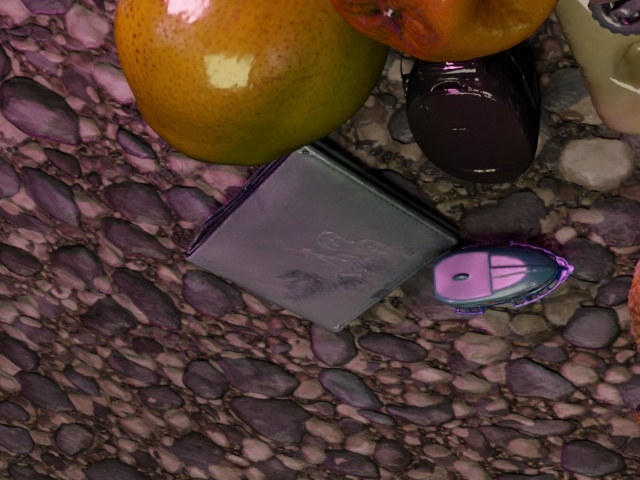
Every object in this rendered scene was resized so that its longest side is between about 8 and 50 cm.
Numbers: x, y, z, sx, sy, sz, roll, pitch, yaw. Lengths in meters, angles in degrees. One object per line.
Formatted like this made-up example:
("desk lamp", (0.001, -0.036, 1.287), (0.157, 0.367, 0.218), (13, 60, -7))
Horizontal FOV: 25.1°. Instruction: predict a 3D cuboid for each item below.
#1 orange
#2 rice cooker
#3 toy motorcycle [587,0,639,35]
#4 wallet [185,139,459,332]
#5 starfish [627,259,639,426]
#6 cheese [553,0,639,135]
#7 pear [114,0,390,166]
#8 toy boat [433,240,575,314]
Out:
("orange", (0.089, -0.258, 1.240), (0.249, 0.183, 0.249), (33, 155, 17))
("rice cooker", (0.164, -0.151, 1.532), (0.142, 0.118, 0.203), (2, 140, 22))
("toy motorcycle", (0.287, -0.253, 1.202), (0.118, 0.084, 0.212), (37, 143, -14))
("wallet", (0.000, -0.001, 1.845), (0.251, 0.054, 0.290), (30, 135, -22))
("starfish", (0.505, 0.132, 1.743), (0.383, 0.132, 0.398), (-12, 136, 28))
("cheese", (0.352, -0.271, 1.296), (0.351, 0.130, 0.328), (-19, 124, 34))
("pear", (-0.064, -0.219, 1.433), (0.294, 0.294, 0.294), (12, 142, 10))
("toy boat", (0.236, 0.045, 1.791), (0.175, 0.091, 0.110), (-8, 169, 26))
